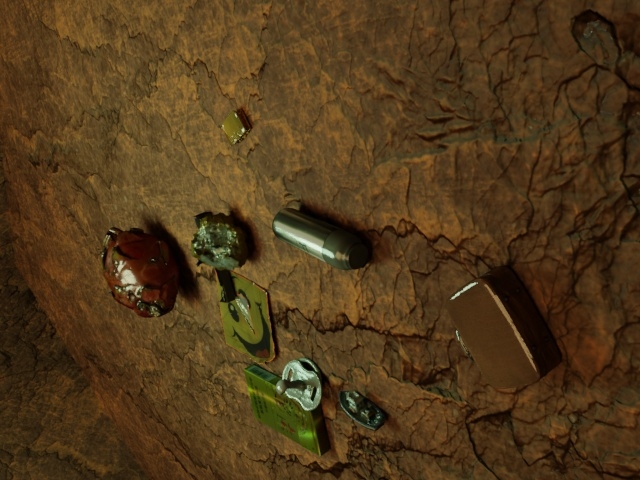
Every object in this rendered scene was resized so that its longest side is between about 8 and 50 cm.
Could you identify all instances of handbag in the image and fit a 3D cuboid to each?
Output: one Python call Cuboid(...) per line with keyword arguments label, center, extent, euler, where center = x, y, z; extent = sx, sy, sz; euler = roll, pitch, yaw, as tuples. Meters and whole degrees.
Cuboid(label="handbag", center=(-0.198, -0.265, 1.697), extent=(0.083, 0.027, 0.061), euler=(-32, 84, 56))
Cuboid(label="handbag", center=(0.303, 0.151, 1.232), extent=(0.194, 0.072, 0.151), euler=(61, 147, 4))

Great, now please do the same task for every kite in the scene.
Cuboid(label="kite", center=(-0.224, 0.203, 2.044), extent=(0.328, 0.013, 0.377), euler=(59, 146, 11))

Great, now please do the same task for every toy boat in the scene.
Cuboid(label="toy boat", center=(0.091, 0.387, 1.684), extent=(0.140, 0.059, 0.066), euler=(29, 144, 44))

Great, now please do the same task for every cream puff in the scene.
Cuboid(label="cream puff", center=(-0.253, 0.001, 1.875), extent=(0.156, 0.156, 0.121), euler=(53, -173, 18))

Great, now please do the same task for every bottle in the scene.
Cuboid(label="bottle", center=(0.000, 0.000, 1.553), extent=(0.253, 0.080, 0.096), euler=(24, 167, 46))

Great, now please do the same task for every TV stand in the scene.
Cuboid(label="TV stand", center=(-0.294, 0.048, 2.014), extent=(0.049, 0.040, 0.257), euler=(3, 111, 54))

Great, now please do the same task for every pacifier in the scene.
Cuboid(label="pacifier", center=(-0.061, 0.362, 1.836), extent=(0.150, 0.116, 0.127), euler=(36, 111, 42))

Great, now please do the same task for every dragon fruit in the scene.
Cuboid(label="dragon fruit", center=(-0.557, 0.097, 2.255), extent=(0.314, 0.250, 0.250), euler=(25, 131, 26))

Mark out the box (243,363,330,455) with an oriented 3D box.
Cuboid(label="box", center=(-0.099, 0.466, 2.014), extent=(0.311, 0.043, 0.173), euler=(13, 121, 50))
